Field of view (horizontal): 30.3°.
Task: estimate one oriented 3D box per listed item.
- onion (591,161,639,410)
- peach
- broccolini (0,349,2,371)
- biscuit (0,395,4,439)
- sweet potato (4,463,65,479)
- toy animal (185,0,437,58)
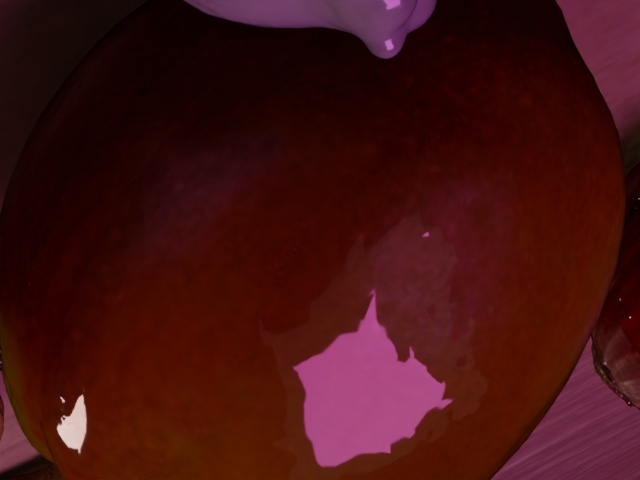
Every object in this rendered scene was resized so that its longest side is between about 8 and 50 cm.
[{"bbox_3d":[0.388,0.052,1.047,0.341,0.341,0.341,-24,150,-15],"label":"onion"},{"bbox_3d":[0.000,0.000,0.601,0.332,0.308,0.308,-49,149,9],"label":"peach"},{"bbox_3d":[-0.170,0.103,0.800,0.051,0.054,0.239,0,145,18],"label":"broccolini"},{"bbox_3d":[-0.298,0.104,0.687,0.202,0.044,0.288,-17,151,-7],"label":"biscuit"},{"bbox_3d":[-0.165,0.167,0.931,0.255,0.058,0.078,-29,135,0],"label":"sweet potato"},{"bbox_3d":[0.030,-0.193,0.442,0.265,0.206,0.272,-32,176,24],"label":"toy animal"}]
